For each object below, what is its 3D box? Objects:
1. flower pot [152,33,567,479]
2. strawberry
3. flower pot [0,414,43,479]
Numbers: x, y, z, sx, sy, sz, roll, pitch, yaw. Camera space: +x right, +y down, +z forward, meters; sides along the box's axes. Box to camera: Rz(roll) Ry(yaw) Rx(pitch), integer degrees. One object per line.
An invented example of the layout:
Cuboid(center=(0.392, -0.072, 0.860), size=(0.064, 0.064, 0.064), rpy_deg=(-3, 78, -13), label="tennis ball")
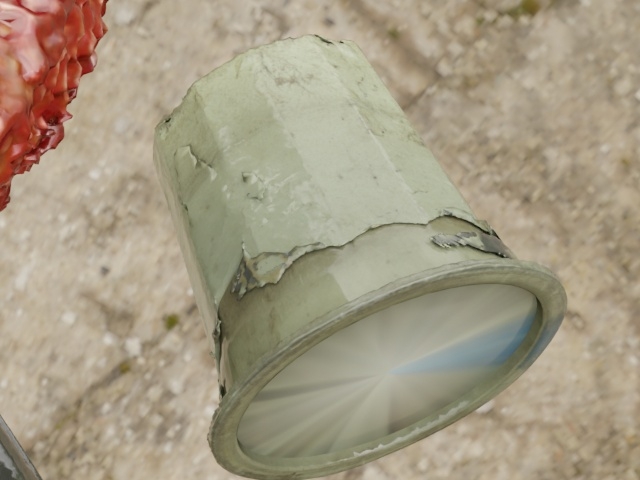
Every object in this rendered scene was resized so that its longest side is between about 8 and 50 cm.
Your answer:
Cuboid(center=(0.000, 0.000, 0.853), size=(0.212, 0.212, 0.202), rpy_deg=(-13, 62, -28), label="flower pot")
Cuboid(center=(-0.135, -0.088, 0.614), size=(0.106, 0.188, 0.286), rpy_deg=(0, 38, -10), label="strawberry")
Cuboid(center=(-0.263, 0.104, 0.814), size=(0.166, 0.269, 0.269), rpy_deg=(-31, 78, -14), label="flower pot")
